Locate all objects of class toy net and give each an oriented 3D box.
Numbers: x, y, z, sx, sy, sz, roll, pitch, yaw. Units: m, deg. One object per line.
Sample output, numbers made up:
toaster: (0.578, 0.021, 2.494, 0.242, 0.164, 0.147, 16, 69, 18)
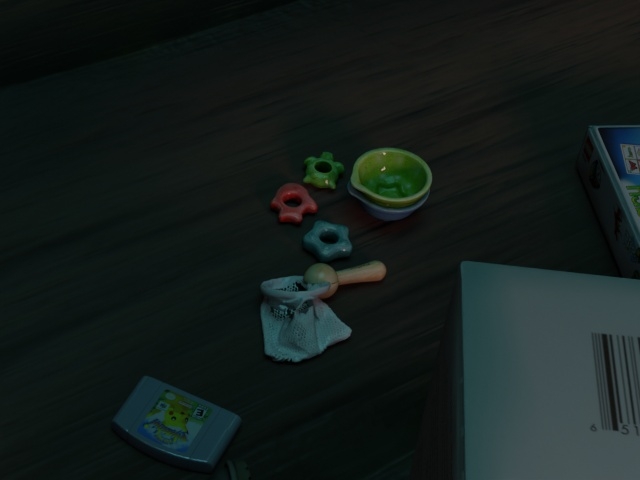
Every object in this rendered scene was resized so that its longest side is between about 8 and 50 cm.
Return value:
toy net: (0.000, 0.000, 1.080, 0.122, 0.045, 0.232, 22, 47, 12)

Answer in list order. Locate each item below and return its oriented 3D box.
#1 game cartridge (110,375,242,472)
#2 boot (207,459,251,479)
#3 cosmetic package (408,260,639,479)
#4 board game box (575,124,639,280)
game cartridge: (-0.105, 0.134, 0.956, 0.083, 0.017, 0.056, 21, 51, 12)
boot: (-0.142, 0.221, 0.836, 0.208, 0.076, 0.190, -2, 44, -1)
cosmetic package: (0.136, 0.193, 0.688, 0.196, 0.366, 0.155, 5, 44, 0)
board game box: (0.350, 0.019, 1.107, 0.192, 0.053, 0.305, -1, 46, -10)
